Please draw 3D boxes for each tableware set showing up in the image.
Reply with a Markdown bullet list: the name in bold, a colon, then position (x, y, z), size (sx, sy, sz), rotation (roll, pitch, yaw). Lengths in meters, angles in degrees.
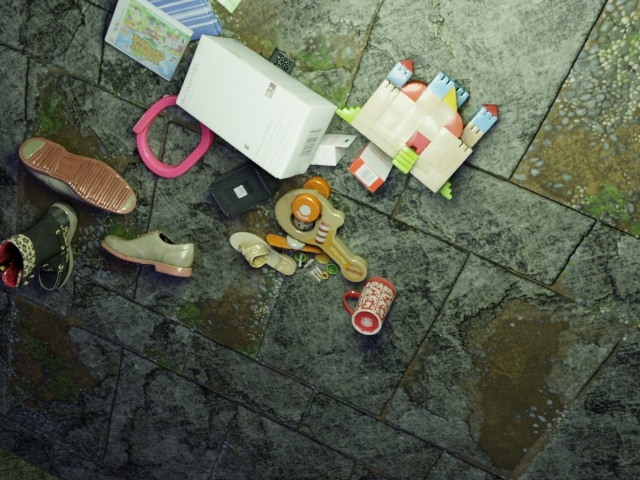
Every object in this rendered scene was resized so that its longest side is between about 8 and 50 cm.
- **tableware set**: position (-0.021, 0.062, 2.046), size (0.104, 0.024, 0.154), rotation (-37, 100, 31)

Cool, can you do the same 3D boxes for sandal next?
- **sandal**: position (-0.195, 0.052, 2.069), size (0.240, 0.079, 0.088), rotation (26, 123, 5)

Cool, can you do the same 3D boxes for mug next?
- **mug**: position (0.146, 0.209, 1.980), size (0.150, 0.169, 0.113), rotation (-22, 109, 28)

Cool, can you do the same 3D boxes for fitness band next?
- **fitness band**: position (-0.450, -0.318, 1.979), size (0.291, 0.054, 0.209), rotation (-36, 104, 32)

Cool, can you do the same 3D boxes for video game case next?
- **video game case**: position (-0.483, -0.573, 1.814), size (0.212, 0.023, 0.193), rotation (31, 138, -14)

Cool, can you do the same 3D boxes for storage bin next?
- **storage bin**: position (-0.231, -0.162, 1.964), size (0.180, 0.084, 0.122), rotation (-21, 108, 29)

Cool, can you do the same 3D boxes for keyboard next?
- **keyboard**: position (-0.155, -0.445, 1.811), size (0.100, 0.038, 0.192), rotation (35, 122, -1)

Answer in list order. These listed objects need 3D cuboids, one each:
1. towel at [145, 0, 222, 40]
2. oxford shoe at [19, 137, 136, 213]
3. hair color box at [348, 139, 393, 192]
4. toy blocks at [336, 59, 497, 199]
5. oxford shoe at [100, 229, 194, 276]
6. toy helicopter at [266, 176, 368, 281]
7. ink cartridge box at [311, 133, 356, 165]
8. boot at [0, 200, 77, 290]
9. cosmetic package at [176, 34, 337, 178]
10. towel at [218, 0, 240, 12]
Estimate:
- **towel**: position (-0.429, -0.677, 1.727), size (0.243, 0.040, 0.336), rotation (-5, 134, 24)
- **oxford shoe**: position (-0.791, -0.198, 2.141), size (0.397, 0.141, 0.146), rotation (32, 154, -4)
- **hair color box**: position (0.141, -0.206, 1.756), size (0.093, 0.167, 0.053), rotation (43, 121, -7)
- **toy blocks**: position (0.272, -0.319, 1.666), size (0.381, 0.191, 0.261), rotation (38, 111, -4)
- **oxford shoe**: position (-0.577, 0.020, 2.189), size (0.348, 0.123, 0.130), rotation (15, 95, 13)
- **toy helicopter**: position (0.000, 0.000, 1.943), size (0.235, 0.140, 0.355), rotation (-35, 106, 31)
- **ink cartridge box**: position (0.005, -0.256, 1.816), size (0.180, 0.104, 0.060), rotation (5, 118, 18)
- **boot**: position (-0.983, 0.072, 2.236), size (0.138, 0.284, 0.377), rotation (29, 122, 3)
- **cosmetic package**: position (-0.174, -0.359, 1.721), size (0.385, 0.156, 0.217), rotation (35, 115, 17)
- **towel**: position (-0.264, -0.697, 1.721), size (0.152, 0.023, 0.113), rotation (43, 123, -7)
